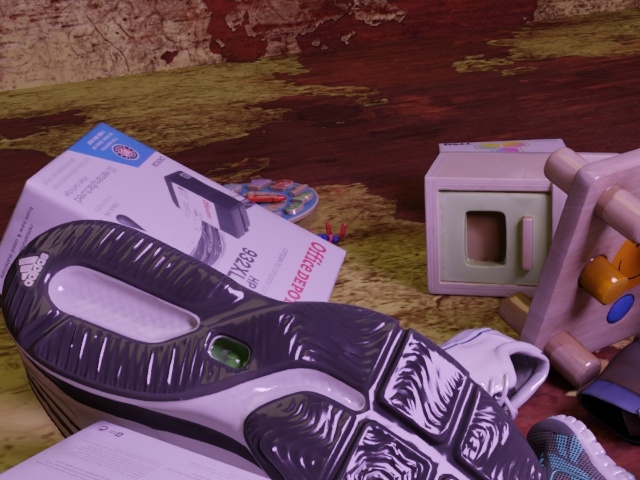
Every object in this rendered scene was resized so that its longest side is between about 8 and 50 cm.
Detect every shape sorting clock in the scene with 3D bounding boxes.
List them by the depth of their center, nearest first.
[{"bbox_3d":[-0.105,-0.054,1.804,0.206,0.040,0.206,-3,18,1],"label":"shape sorting clock"}]

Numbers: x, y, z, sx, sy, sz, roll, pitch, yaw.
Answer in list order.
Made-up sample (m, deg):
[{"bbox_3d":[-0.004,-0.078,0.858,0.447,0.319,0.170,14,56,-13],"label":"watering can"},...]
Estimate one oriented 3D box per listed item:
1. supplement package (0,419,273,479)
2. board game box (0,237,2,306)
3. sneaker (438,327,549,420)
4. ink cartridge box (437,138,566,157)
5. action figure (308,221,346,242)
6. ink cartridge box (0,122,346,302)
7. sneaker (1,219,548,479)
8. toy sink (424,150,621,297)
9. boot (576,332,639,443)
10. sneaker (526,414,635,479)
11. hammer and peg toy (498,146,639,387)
[{"bbox_3d":[-0.142,0.241,0.772,0.194,0.149,0.203,10,23,37],"label":"supplement package"},{"bbox_3d":[-0.437,0.041,1.583,0.243,0.042,0.165,-4,19,-2],"label":"board game box"},{"bbox_3d":[0.133,0.139,1.107,0.091,0.094,0.258,3,19,32],"label":"sneaker"},{"bbox_3d":[0.268,-0.105,1.797,0.188,0.097,0.255,-2,20,4],"label":"ink cartridge box"},{"bbox_3d":[0.000,0.000,1.649,0.038,0.030,0.115,9,24,20],"label":"action figure"},{"bbox_3d":[-0.145,0.028,1.226,0.307,0.129,0.223,28,22,-1],"label":"ink cartridge box"},{"bbox_3d":[-0.043,0.154,0.985,0.447,0.257,0.169,27,64,2],"label":"sneaker"},{"bbox_3d":[0.251,-0.019,1.463,0.234,0.153,0.131,3,20,15],"label":"toy sink"},{"bbox_3d":[0.328,0.164,1.073,0.106,0.082,0.219,-33,33,-9],"label":"boot"},{"bbox_3d":[0.199,0.196,0.983,0.076,0.065,0.166,-13,19,-13],"label":"sneaker"},{"bbox_3d":[0.364,0.003,1.256,0.361,0.266,0.127,-15,43,-33],"label":"hammer and peg toy"}]
